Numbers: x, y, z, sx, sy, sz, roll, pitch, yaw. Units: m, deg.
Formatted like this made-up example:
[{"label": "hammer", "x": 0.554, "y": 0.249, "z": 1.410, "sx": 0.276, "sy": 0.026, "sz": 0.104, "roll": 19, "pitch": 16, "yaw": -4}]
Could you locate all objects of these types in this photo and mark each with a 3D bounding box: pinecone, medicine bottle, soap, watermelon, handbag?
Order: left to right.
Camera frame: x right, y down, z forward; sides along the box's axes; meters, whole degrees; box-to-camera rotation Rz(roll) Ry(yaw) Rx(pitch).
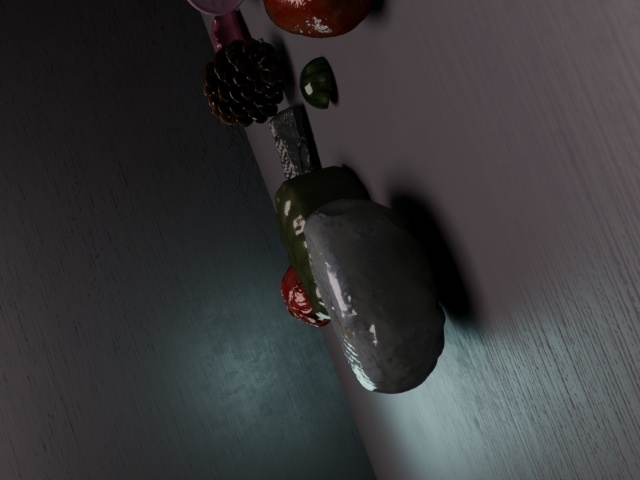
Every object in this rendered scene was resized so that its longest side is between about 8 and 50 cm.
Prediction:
[{"label": "medicine bottle", "x": -0.336, "y": -0.795, "z": 1.534, "sx": 0.316, "sy": 0.202, "sz": 0.202, "roll": -120, "pitch": 13, "yaw": -51}, {"label": "soap", "x": -0.309, "y": -0.668, "z": 1.907, "sx": 0.220, "sy": 0.127, "sz": 0.325, "roll": 100, "pitch": 149, "yaw": -72}, {"label": "pinecone", "x": -0.197, "y": -0.452, "z": 1.466, "sx": 0.292, "sy": 0.246, "sz": 0.246, "roll": -1, "pitch": 110, "yaw": 64}, {"label": "handbag", "x": -0.063, "y": -0.264, "z": 1.505, "sx": 0.175, "sy": 0.088, "sz": 0.270, "roll": 37, "pitch": 147, "yaw": 60}, {"label": "watermelon", "x": -0.012, "y": -0.324, "z": 1.083, "sx": 0.105, "sy": 0.062, "sz": 0.106, "roll": 169, "pitch": 90, "yaw": -82}]

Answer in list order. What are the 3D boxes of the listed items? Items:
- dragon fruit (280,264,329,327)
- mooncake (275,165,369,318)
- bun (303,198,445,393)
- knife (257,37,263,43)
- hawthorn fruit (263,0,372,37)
[{"label": "dragon fruit", "x": -0.015, "y": 0.161, "z": 1.687, "sx": 0.252, "sy": 0.241, "sz": 0.241, "roll": 116, "pitch": 134, "yaw": -63}, {"label": "mooncake", "x": 0.016, "y": 0.007, "z": 1.220, "sx": 0.351, "sy": 0.187, "sz": 0.351, "roll": 164, "pitch": 90, "yaw": -79}, {"label": "bun", "x": 0.097, "y": 0.078, "z": 0.901, "sx": 0.354, "sy": 0.194, "sz": 0.355, "roll": 158, "pitch": 90, "yaw": -84}, {"label": "knife", "x": -0.198, "y": -0.616, "z": 1.719, "sx": 0.210, "sy": 0.015, "sz": 0.028, "roll": 128, "pitch": 128, "yaw": -79}, {"label": "hawthorn fruit", "x": 0.010, "y": -0.347, "z": 0.701, "sx": 0.203, "sy": 0.162, "sz": 0.163, "roll": 39, "pitch": 154, "yaw": 37}]
